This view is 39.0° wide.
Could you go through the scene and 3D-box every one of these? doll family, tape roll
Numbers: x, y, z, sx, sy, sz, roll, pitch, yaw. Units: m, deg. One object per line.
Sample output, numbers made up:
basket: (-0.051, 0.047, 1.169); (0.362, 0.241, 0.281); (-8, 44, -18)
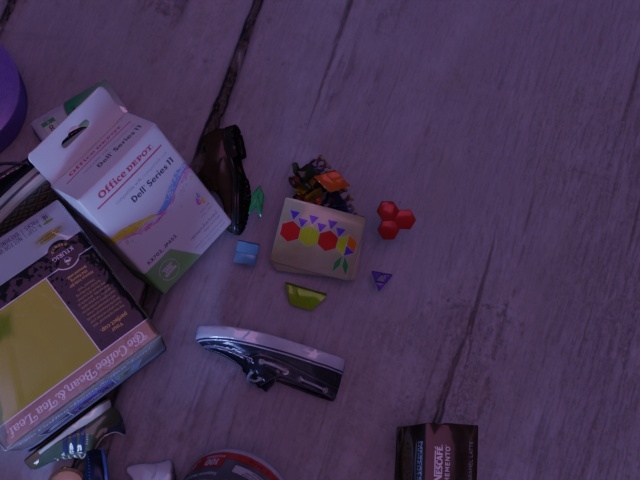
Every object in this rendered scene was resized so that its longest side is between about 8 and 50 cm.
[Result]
doll family: (-0.001, -0.078, 1.868); (0.111, 0.076, 0.193); (-36, 86, -19)
tape roll: (-0.738, -0.290, 1.813); (0.275, 0.090, 0.275); (2, 77, -7)

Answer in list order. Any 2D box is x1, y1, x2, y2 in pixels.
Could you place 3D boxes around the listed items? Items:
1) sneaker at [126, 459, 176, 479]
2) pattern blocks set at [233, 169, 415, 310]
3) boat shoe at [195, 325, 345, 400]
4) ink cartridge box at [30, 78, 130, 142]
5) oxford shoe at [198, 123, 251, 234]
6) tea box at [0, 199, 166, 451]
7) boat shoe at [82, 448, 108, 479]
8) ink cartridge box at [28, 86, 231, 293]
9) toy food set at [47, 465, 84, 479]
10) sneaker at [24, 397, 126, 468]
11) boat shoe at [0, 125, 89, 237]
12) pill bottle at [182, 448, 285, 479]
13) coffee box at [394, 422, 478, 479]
sneaker: (-0.333, 0.525, 1.676); (0.115, 0.090, 0.232); (2, 67, 0)
pattern blocks set: (0.000, 0.000, 1.825); (0.325, 0.026, 0.285); (23, 97, -5)
boat shoe: (-0.104, 0.243, 1.763); (0.301, 0.108, 0.102); (17, 73, -10)
ink cartridge box: (-0.454, -0.193, 1.847); (0.181, 0.056, 0.224); (-35, 81, -14)
oxford shoe: (-0.198, -0.118, 1.859); (0.096, 0.083, 0.227); (-10, 79, 13)
tea box: (-0.511, 0.164, 1.663); (0.329, 0.220, 0.323); (-36, 83, -14)
boat shoe: (-0.427, 0.511, 1.634); (0.089, 0.109, 0.258); (2, 82, -14)
ink cartridge box: (-0.349, -0.091, 1.691); (0.207, 0.353, 0.119); (-49, 42, -15)
toy food set: (-0.474, 0.468, 1.696); (0.083, 0.020, 0.082); (37, 74, 3)
sneaker: (-0.453, 0.386, 1.696); (0.192, 0.064, 0.086); (-37, 93, -9)
boat shoe: (-0.612, -0.071, 1.719); (0.500, 0.187, 0.156); (-40, 74, -6)
pill bottle: (-0.198, 0.538, 1.526); (0.210, 0.363, 0.210); (7, 116, 16)
coffee box: (0.211, 0.414, 1.683); (0.098, 0.246, 0.141); (5, 75, -7)
